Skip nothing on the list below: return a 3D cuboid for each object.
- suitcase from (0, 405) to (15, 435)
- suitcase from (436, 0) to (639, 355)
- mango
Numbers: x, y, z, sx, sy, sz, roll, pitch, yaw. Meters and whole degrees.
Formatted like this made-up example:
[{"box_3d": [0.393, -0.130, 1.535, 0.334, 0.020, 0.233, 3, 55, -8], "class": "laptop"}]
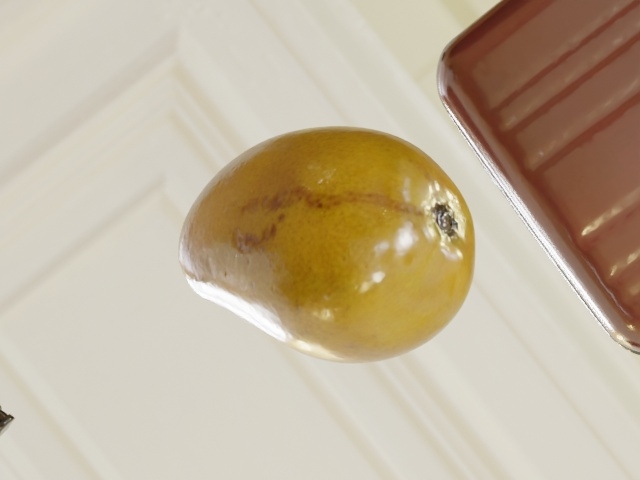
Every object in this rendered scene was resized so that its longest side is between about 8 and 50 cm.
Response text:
[{"box_3d": [-0.460, 0.220, 1.577, 0.152, 0.229, 0.335, -45, 174, -39], "class": "suitcase"}, {"box_3d": [0.235, -0.096, 0.900, 0.297, 0.236, 0.161, -37, 171, 15], "class": "suitcase"}, {"box_3d": [0.000, 0.000, 1.799, 0.378, 0.221, 0.264, 6, -107, 39], "class": "mango"}]
